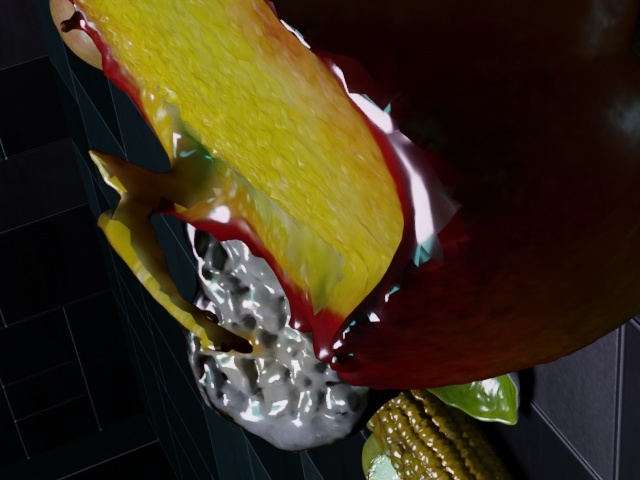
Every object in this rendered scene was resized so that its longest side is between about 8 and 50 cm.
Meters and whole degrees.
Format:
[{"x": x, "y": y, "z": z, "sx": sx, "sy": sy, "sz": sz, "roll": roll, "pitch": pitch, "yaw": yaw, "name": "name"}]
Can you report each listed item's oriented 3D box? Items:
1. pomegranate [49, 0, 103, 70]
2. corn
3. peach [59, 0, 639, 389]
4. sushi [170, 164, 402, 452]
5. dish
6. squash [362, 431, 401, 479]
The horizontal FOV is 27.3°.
[{"x": -0.219, "y": -0.280, "z": 1.527, "sx": 0.191, "sy": 0.191, "sz": 0.191, "roll": 160, "pitch": 90, "yaw": -74, "name": "pomegranate"}, {"x": 0.109, "y": 0.192, "z": 1.170, "sx": 0.320, "sy": 0.097, "sz": 0.097, "roll": 58, "pitch": 161, "yaw": 32, "name": "corn"}, {"x": 0.041, "y": -0.117, "z": 0.626, "sx": 0.406, "sy": 0.310, "sz": 0.335, "roll": 30, "pitch": 143, "yaw": 56, "name": "peach"}, {"x": 0.000, "y": 0.000, "z": 1.066, "sx": 0.211, "sy": 0.171, "sz": 0.350, "roll": 13, "pitch": 121, "yaw": 20, "name": "sushi"}, {"x": 0.127, "y": 0.089, "z": 1.054, "sx": 0.091, "sy": 0.039, "sz": 0.137, "roll": 23, "pitch": 145, "yaw": 20, "name": "dish"}, {"x": 0.079, "y": 0.241, "z": 1.356, "sx": 0.200, "sy": 0.075, "sz": 0.090, "roll": -137, "pitch": 49, "yaw": -59, "name": "squash"}]
